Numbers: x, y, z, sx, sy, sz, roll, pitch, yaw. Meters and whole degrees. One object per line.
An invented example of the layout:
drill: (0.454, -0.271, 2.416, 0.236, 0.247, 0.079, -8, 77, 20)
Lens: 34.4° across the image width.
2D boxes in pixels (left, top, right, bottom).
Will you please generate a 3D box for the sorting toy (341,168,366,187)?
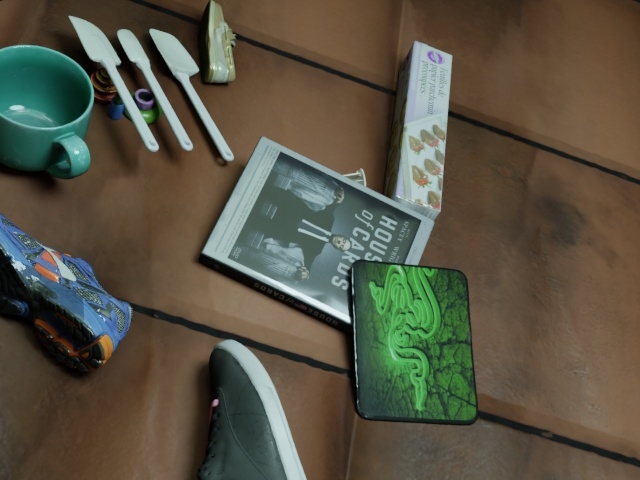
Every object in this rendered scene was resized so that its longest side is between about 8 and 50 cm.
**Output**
sorting toy: (0.019, -0.044, 1.294, 0.083, 0.045, 0.075, -9, 67, -18)

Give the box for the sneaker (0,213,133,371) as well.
sneaker: (-0.286, 0.042, 1.069, 0.221, 0.083, 0.087, 43, 35, 6)

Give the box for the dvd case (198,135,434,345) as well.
dvd case: (0.000, 0.000, 1.227, 0.238, 0.029, 0.179, 26, 62, -2)

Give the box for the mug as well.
mug: (-0.328, -0.132, 1.168, 0.129, 0.097, 0.158, 7, 51, -20)

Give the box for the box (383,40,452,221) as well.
box: (0.133, -0.143, 1.410, 0.063, 0.067, 0.324, 19, 48, -9)

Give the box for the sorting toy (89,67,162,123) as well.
sorting toy: (-0.244, -0.184, 1.287, 0.102, 0.042, 0.061, 23, 47, -6)

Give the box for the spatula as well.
spatula: (-0.202, -0.193, 1.296, 0.168, 0.019, 0.242, 5, 44, -47)

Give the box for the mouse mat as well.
mouse mat: (0.108, 0.116, 1.189, 0.152, 0.007, 0.190, 6, 66, -20)

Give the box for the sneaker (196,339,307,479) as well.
sneaker: (-0.101, 0.219, 0.980, 0.147, 0.104, 0.296, -12, 48, -15)

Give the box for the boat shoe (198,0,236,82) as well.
boat shoe: (-0.138, -0.267, 1.403, 0.045, 0.050, 0.135, 9, 60, -22)
